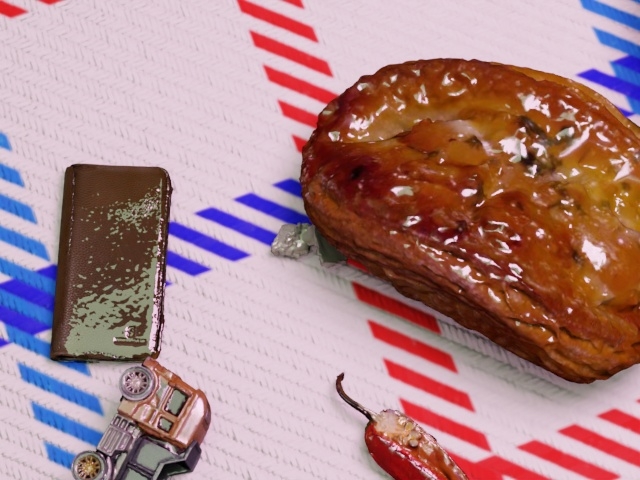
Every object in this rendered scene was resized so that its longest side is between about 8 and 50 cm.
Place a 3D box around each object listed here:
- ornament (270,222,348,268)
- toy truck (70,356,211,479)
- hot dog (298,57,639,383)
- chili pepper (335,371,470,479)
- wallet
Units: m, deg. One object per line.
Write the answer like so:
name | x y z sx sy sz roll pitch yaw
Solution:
ornament | 0.004 -0.001 1.584 0.092 0.041 0.068 22 54 16
toy truck | -0.173 0.210 1.495 0.092 0.083 0.192 26 75 8
hot dog | 0.167 -0.031 1.519 0.387 0.174 0.267 30 58 8
chili pepper | 0.106 0.223 1.511 0.268 0.059 0.050 42 115 9
wallet | -0.204 0.022 1.582 0.110 0.031 0.198 3 73 0
